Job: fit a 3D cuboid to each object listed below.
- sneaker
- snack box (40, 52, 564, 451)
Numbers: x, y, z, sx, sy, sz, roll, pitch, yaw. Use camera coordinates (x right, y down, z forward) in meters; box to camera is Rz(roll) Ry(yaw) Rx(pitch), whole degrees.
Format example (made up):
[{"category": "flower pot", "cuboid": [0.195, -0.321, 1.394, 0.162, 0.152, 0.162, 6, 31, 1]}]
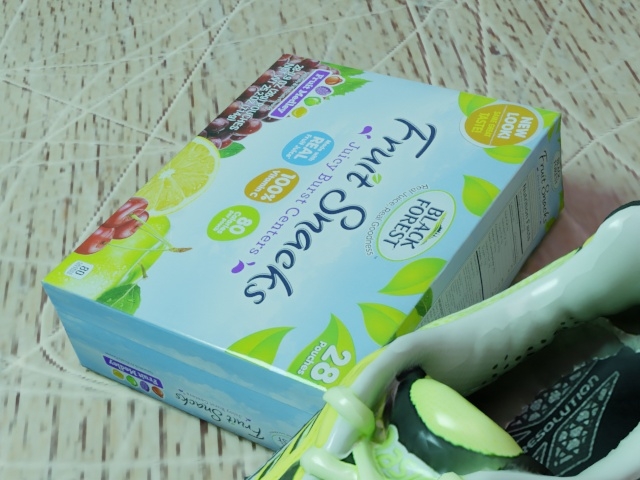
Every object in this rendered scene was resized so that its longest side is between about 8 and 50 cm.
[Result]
[{"category": "sneaker", "cuboid": [0.001, 0.116, 0.356, 0.385, 0.147, 0.145, -37, 48, -24]}, {"category": "snack box", "cuboid": [0.000, 0.000, 0.545, 0.175, 0.070, 0.207, 18, 50, 31]}]
